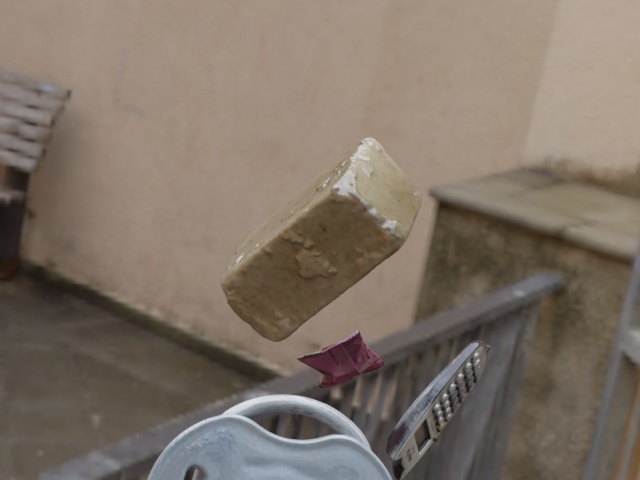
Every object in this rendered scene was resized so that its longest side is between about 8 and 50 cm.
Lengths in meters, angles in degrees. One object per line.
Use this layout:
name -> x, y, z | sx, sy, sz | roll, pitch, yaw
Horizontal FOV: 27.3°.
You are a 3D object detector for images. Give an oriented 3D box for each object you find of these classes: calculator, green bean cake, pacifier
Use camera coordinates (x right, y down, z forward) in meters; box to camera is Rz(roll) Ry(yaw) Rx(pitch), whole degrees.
calculator -> 0.199, 0.274, 2.191 | 0.040, 0.268, 0.177 | 38, -15, 22
green bean cake -> 0.000, 0.000, 1.176 | 0.085, 0.179, 0.109 | 45, 31, -11
pacifier -> -0.040, 0.275, 1.354 | 0.279, 0.227, 0.207 | 12, -4, -9

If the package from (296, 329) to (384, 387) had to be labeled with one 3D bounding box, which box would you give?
package -> 0.016, 0.099, 1.095 | 0.059, 0.029, 0.083 | -23, -27, 6
